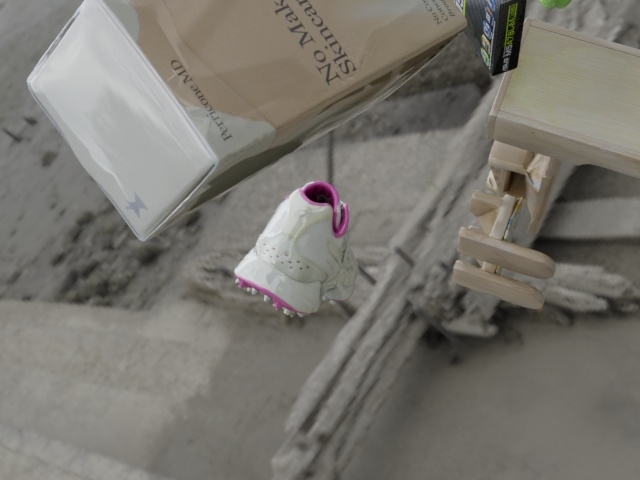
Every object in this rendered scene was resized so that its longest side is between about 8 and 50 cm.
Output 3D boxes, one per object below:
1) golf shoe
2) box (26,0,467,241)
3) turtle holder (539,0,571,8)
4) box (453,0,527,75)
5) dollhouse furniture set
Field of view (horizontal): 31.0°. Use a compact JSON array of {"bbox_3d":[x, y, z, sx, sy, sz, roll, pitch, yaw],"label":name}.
[{"bbox_3d":[0.000,0.000,1.342,0.140,0.115,0.306,-65,-7,10],"label":"golf shoe"},{"bbox_3d":[-0.044,-0.140,0.861,0.311,0.148,0.121,-37,0,-43],"label":"box"},{"bbox_3d":[0.397,-0.551,1.826,0.227,0.243,0.320,-36,-7,-31],"label":"turtle holder"},{"bbox_3d":[0.192,-0.327,1.403,0.045,0.190,0.184,-21,61,-9],"label":"box"},{"bbox_3d":[0.374,-0.119,1.652,0.394,0.256,0.362,80,-149,-68],"label":"dollhouse furniture set"}]
